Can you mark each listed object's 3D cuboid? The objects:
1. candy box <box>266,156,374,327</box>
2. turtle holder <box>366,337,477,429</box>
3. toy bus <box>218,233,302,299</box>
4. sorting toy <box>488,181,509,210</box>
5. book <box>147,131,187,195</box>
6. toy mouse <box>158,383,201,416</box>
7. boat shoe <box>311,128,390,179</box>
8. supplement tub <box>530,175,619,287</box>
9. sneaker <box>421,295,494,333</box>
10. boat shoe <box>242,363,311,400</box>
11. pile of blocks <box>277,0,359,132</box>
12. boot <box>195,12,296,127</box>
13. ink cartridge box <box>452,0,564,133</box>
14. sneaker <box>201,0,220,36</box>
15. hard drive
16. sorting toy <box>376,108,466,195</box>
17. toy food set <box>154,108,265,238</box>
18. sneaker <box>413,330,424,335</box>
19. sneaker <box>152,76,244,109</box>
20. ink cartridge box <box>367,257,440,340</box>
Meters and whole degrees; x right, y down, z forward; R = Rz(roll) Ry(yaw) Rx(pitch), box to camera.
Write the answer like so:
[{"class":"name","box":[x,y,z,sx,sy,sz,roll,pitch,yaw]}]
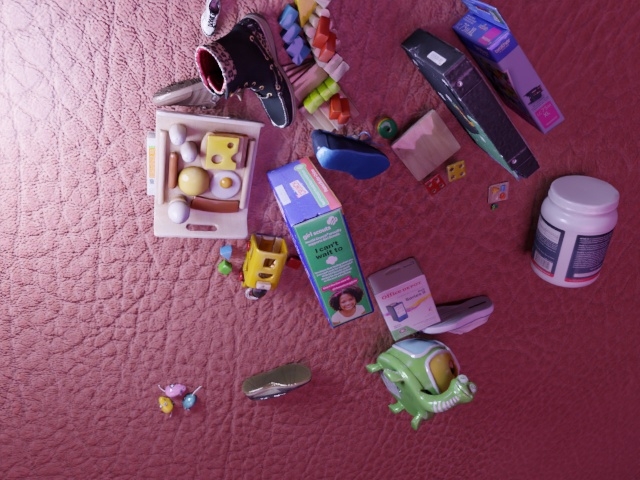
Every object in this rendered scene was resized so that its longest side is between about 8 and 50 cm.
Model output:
[{"class":"candy box","box":[0.000,0.000,1.197,0.122,0.268,0.317,-24,126,-2]},{"class":"turtle holder","box":[0.313,0.412,1.553,0.227,0.243,0.320,-30,167,-18]},{"class":"toy bus","box":[-0.152,0.084,1.315,0.190,0.104,0.202,-30,125,7]},{"class":"sorting toy","box":[0.495,-0.121,1.403,0.061,0.012,0.083,-15,126,-5]},{"class":"book","box":[-0.340,-0.168,1.139,0.096,0.035,0.144,2,124,-17]},{"class":"toy mouse","box":[-0.433,0.488,1.562,0.143,0.031,0.161,-20,126,-1]},{"class":"boat shoe","box":[0.078,-0.209,1.158,0.109,0.089,0.258,-36,157,23]},{"class":"supplement tub","box":[0.707,-0.023,1.415,0.191,0.191,0.272,-10,126,-8]},{"class":"sneaker","box":[0.428,0.256,1.583,0.258,0.094,0.091,-12,123,-14]},{"class":"boat shoe","box":[-0.132,0.451,1.592,0.223,0.080,0.073,-14,132,2]},{"class":"pile of blocks","box":[-0.013,-0.372,1.036,0.148,0.113,0.362,-18,126,-2]},{"class":"boot","box":[-0.144,-0.306,1.004,0.085,0.179,0.237,5,128,33]},{"class":"ink cartridge box","box":[0.393,-0.380,1.091,0.065,0.186,0.311,-39,124,15]},{"class":"sneaker","box":[-0.214,-0.438,0.985,0.031,0.037,0.083,5,124,-20]},{"class":"hard drive","box":[0.329,-0.296,1.102,0.064,0.237,0.339,-40,123,14]},{"class":"sorting toy","box":[0.257,-0.232,1.243,0.132,0.046,0.274,-40,124,13]},{"class":"toy food set","box":[-0.250,-0.135,1.113,0.219,0.092,0.306,2,129,-18]},{"class":"sneaker","box":[0.308,0.277,1.609,0.098,0.038,0.069,13,119,-22]},{"class":"sneaker","box":[-0.249,-0.299,1.051,0.188,0.066,0.071,-18,125,-2]},{"class":"ink cartridge box","box":[0.246,0.174,1.490,0.154,0.093,0.213,-24,124,3]}]
